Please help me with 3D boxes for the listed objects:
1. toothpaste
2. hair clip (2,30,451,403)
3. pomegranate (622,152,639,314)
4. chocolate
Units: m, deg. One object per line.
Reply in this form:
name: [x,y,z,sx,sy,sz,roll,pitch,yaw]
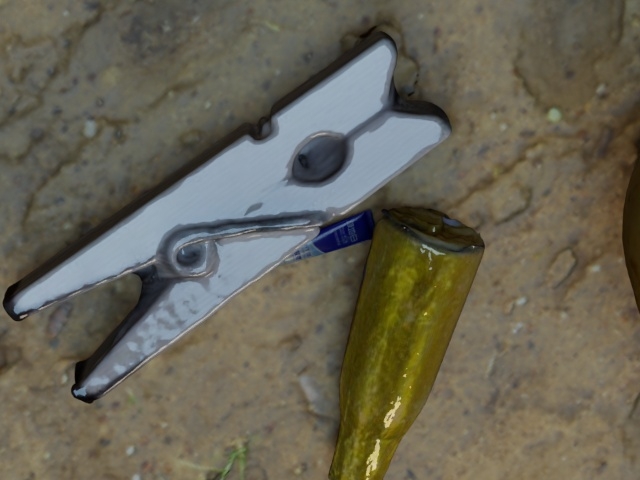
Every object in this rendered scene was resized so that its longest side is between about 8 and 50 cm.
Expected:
toothpaste: [0.000,0.000,1.380,0.083,0.015,0.024,-18,114,-5]
hair clip: [-0.065,-0.019,1.334,0.331,0.085,0.101,-36,97,5]
pomegranate: [0.345,-0.003,1.265,0.307,0.307,0.307,-1,105,-4]
chocolate: [0.052,0.086,1.374,0.086,0.085,0.219,14,108,-8]
